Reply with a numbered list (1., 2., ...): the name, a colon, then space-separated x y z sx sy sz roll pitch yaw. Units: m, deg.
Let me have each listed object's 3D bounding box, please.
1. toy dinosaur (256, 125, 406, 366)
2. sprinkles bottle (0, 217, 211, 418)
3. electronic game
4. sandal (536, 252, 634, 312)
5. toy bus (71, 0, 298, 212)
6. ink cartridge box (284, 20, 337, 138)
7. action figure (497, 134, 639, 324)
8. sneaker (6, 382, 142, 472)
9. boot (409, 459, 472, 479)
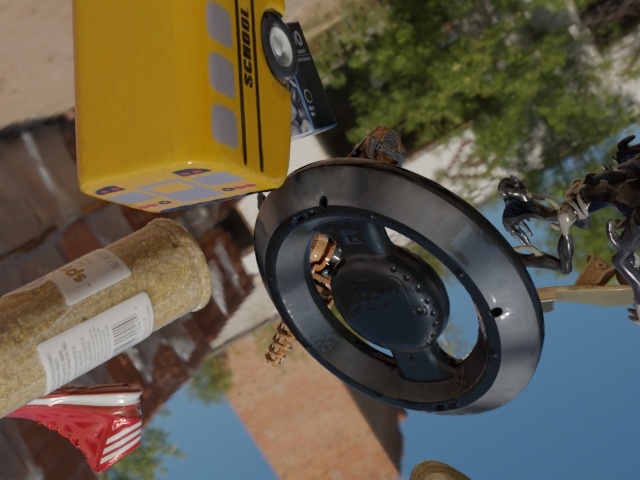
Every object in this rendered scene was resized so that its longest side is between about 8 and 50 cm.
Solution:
1. toy dinosaur: 0.000 0.000 1.337 0.322 0.164 0.218 -45 -163 -10
2. sprinkles bottle: -0.286 0.096 1.098 0.355 0.121 0.121 -29 -177 -35
3. electronic game: 0.051 0.039 0.737 0.229 0.229 0.048 -25 -161 47
4. sandal: 0.408 0.057 1.564 0.240 0.079 0.088 -6 158 0
5. toy bus: -0.096 -0.190 0.692 0.108 0.332 0.130 -10 167 27
6. ink cartridge box: -0.074 -0.223 1.304 0.045 0.208 0.206 -22 -177 31
7. action figure: 0.287 -0.017 0.976 0.276 0.141 0.164 -13 -136 48
8. sneaker: -0.365 0.277 1.482 0.221 0.128 0.087 -4 -178 13
9. boot: 0.185 0.347 1.030 0.095 0.262 0.203 -36 -177 -6
